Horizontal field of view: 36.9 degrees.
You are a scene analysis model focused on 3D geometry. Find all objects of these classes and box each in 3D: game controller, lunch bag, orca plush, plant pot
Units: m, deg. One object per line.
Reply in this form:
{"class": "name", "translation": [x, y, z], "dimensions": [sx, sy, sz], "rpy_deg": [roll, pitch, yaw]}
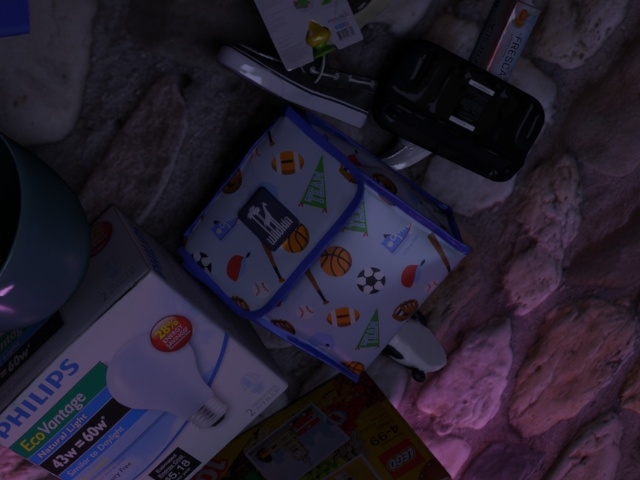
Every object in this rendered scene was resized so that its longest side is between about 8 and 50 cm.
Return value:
{"class": "game controller", "translation": [0.246, -0.220, 1.662], "dimensions": [0.319, 0.067, 0.166], "rpy_deg": [22, 96, -26]}
{"class": "lunch bag", "translation": [0.000, 0.000, 1.603], "dimensions": [0.385, 0.239, 0.328], "rpy_deg": [35, 105, -19]}
{"class": "orca plush", "translation": [0.137, 0.213, 1.881], "dimensions": [0.102, 0.151, 0.287], "rpy_deg": [-18, 167, 31]}
{"class": "plant pot", "translation": [-0.463, 0.000, 1.345], "dimensions": [0.293, 0.293, 0.235], "rpy_deg": [-48, 154, 4]}

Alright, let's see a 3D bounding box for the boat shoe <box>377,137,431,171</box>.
{"class": "boat shoe", "translation": [0.169, -0.178, 1.707], "dimensions": [0.184, 0.066, 0.063], "rpy_deg": [-26, 109, -7]}

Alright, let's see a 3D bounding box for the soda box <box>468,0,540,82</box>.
{"class": "soda box", "translation": [0.313, -0.336, 1.689], "dimensions": [0.058, 0.063, 0.183], "rpy_deg": [13, 111, -30]}

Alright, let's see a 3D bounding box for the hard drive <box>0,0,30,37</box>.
{"class": "hard drive", "translation": [-0.524, -0.344, 1.202], "dimensions": [0.319, 0.040, 0.210], "rpy_deg": [-20, 128, -38]}

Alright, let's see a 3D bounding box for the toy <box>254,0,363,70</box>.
{"class": "toy", "translation": [-0.046, -0.384, 1.454], "dimensions": [0.137, 0.056, 0.237], "rpy_deg": [-26, 92, -17]}

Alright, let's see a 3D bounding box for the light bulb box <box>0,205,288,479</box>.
{"class": "light bulb box", "translation": [-0.316, 0.208, 1.569], "dimensions": [0.358, 0.225, 0.361], "rpy_deg": [-44, 128, 1]}

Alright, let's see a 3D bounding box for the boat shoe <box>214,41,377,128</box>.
{"class": "boat shoe", "translation": [-0.026, -0.270, 1.522], "dimensions": [0.306, 0.113, 0.105], "rpy_deg": [17, 101, -36]}

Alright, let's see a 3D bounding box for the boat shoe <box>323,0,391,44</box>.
{"class": "boat shoe", "translation": [0.051, -0.366, 1.552], "dimensions": [0.133, 0.042, 0.049], "rpy_deg": [-38, 153, -3]}

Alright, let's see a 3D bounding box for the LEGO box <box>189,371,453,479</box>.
{"class": "LEGO box", "translation": [-0.030, 0.518, 1.800], "dimensions": [0.500, 0.372, 0.193], "rpy_deg": [-31, 126, -10]}
